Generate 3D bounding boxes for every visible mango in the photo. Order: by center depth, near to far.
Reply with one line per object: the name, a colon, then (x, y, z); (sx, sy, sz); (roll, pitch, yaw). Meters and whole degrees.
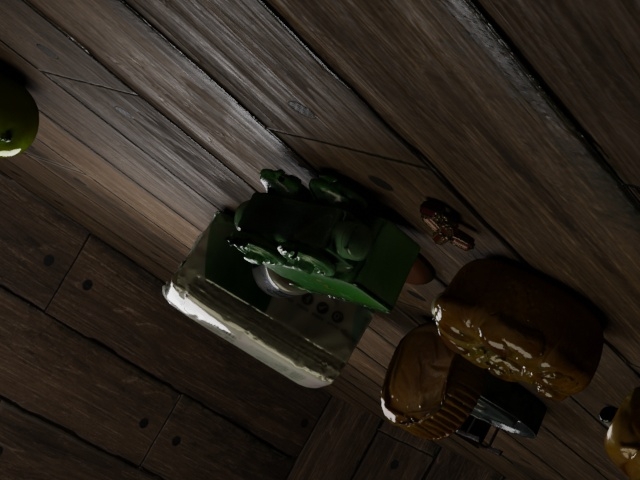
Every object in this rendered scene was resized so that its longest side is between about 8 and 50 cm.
mango: (-0.580, -0.224, 2.132); (0.185, 0.149, 0.273); (24, 177, -16)

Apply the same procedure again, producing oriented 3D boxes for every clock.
clock: (0.299, 0.292, 2.424); (0.312, 0.061, 0.312); (28, 169, 6)

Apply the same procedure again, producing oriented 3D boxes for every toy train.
toy train: (0.000, 0.000, 1.646); (0.243, 0.132, 0.188); (14, 162, 45)

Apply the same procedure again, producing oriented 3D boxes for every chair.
chair: (0.330, 0.393, 2.710); (0.084, 0.101, 0.212); (35, 167, -27)

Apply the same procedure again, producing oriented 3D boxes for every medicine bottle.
medicine bottle: (-0.057, 0.043, 2.089); (0.107, 0.107, 0.191); (31, 169, -8)

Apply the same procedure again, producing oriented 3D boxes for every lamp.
lamp: (0.146, -0.020, 1.469); (0.063, 0.031, 0.083); (17, 160, 45)

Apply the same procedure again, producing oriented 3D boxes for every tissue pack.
tissue pack: (-0.105, 0.115, 2.318); (0.356, 0.194, 0.266); (32, 168, -5)

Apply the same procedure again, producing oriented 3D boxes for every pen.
pen: (0.544, 0.346, 2.111); (0.033, 0.033, 0.269); (19, 164, 45)

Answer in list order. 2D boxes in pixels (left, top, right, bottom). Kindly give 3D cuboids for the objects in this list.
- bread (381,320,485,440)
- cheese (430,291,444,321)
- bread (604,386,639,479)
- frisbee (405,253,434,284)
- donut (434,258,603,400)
bread: (0.198, 0.245, 2.121); (0.104, 0.199, 0.199); (32, 170, -31)
cheese: (0.272, 0.134, 1.786); (0.127, 0.050, 0.255); (37, 167, -32)
bread: (0.546, 0.312, 1.683); (0.294, 0.132, 0.167); (25, 162, 32)
frisbee: (0.057, 0.000, 1.827); (0.251, 0.021, 0.251); (30, 170, 6)
donut: (0.254, 0.114, 1.573); (0.226, 0.114, 0.226); (29, 170, 6)
